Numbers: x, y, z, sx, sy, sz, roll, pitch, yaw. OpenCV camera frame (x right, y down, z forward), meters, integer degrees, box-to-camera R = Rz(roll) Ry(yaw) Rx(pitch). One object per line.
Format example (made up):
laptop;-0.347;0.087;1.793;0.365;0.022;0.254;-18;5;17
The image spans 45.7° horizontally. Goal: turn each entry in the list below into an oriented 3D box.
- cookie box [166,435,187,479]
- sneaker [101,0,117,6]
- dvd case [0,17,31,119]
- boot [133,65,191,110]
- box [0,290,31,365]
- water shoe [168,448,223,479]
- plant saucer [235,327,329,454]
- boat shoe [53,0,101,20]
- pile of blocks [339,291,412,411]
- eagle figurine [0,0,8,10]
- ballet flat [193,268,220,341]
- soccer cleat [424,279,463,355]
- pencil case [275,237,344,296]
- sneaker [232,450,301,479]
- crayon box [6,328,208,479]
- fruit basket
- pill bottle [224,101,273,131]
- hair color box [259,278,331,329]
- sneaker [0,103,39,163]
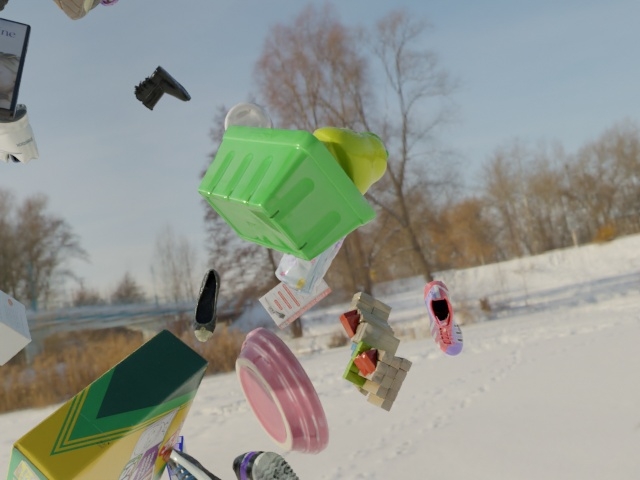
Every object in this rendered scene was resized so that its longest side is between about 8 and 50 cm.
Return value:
cookie box;-0.327;0.525;1.757;0.040;0.107;0.092;-8;26;-4
sneaker;-0.513;-0.612;1.812;0.095;0.105;0.236;-27;29;-11
dvd case;-0.591;-0.306;1.266;0.180;0.253;0.022;9;-45;-21
boot;-0.398;-0.366;1.896;0.099;0.121;0.045;-43;18;12
box;-0.728;0.167;1.640;0.091;0.130;0.170;-40;-48;2
water shoe;-0.271;0.495;1.555;0.203;0.080;0.073;21;-14;42
plant saucer;-0.105;0.372;1.812;0.084;0.332;0.332;-26;0;-24
boat shoe;-0.436;-0.578;1.497;0.355;0.132;0.130;-24;19;52
pile of blocks;0.084;0.223;1.597;0.112;0.149;0.362;29;15;-13
eagle figurine;-0.891;-0.576;1.748;0.225;0.226;0.298;-11;29;37
ballet flat;-0.266;0.149;1.758;0.057;0.173;0.049;3;-22;3
soccer cleat;0.330;0.221;2.027;0.083;0.248;0.095;-13;27;9
pencil case;0.000;0.000;1.836;0.124;0.273;0.113;34;6;41
sneaker;-0.100;0.578;1.688;0.146;0.293;0.102;-9;25;44
crayon box;-0.352;0.359;1.209;0.313;0.106;0.363;-41;-19;-50
fruit basket;-0.024;-0.152;1.613;0.392;0.392;0.283;-15;-51;36
pill bottle;-0.189;-0.303;2.061;0.121;0.121;0.221;-10;2;0
hair color box;-0.066;0.144;1.985;0.167;0.093;0.053;-37;-19;-5
sneaker;-0.724;-0.236;1.705;0.111;0.129;0.297;-31;29;-28
